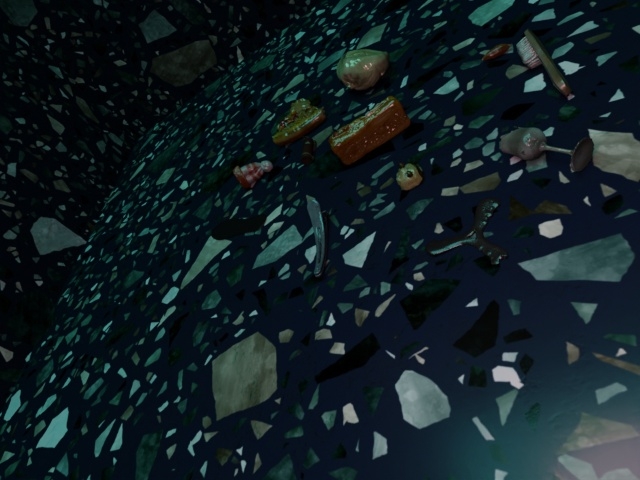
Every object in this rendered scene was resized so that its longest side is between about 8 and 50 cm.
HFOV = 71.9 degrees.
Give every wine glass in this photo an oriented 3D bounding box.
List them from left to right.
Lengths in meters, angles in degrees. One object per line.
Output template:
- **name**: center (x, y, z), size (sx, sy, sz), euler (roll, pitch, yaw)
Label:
- **wine glass**: center (0.523, -0.220, 1.034), size (0.079, 0.079, 0.195), euler (-48, 37, -6)

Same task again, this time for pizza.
- **pizza**: center (-0.071, -0.546, 1.933), size (0.251, 0.074, 0.287), euler (-3, 54, 39)

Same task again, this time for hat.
- **hat**: center (-0.280, -0.293, 1.871), size (0.162, 0.112, 0.093), euler (-31, 64, 0)
- **hat**: center (0.254, -0.191, 1.280), size (0.076, 0.059, 0.077), euler (-28, 43, 28)

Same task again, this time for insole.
- **insole**: center (-0.329, -0.053, 1.738), size (0.322, 0.007, 0.109), euler (-8, 50, 38)

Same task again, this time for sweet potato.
- **sweet potato**: center (0.564, -0.606, 1.417), size (0.095, 0.034, 0.034), euler (-20, 42, 23)

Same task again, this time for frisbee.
- **frisbee**: center (0.367, -0.007, 1.026), size (0.211, 0.012, 0.187), euler (-41, 37, 2)

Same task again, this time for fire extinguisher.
- **fire extinguisher**: center (-0.049, -0.365, 1.752), size (0.064, 0.043, 0.158), euler (1, 49, 6)

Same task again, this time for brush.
- **brush**: center (0.616, -0.489, 1.233), size (0.065, 0.070, 0.327), euler (-41, 33, 36)

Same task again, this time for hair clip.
- **hair clip**: center (0.000, 0.000, 1.336), size (0.048, 0.083, 0.275), euler (-21, 49, 20)

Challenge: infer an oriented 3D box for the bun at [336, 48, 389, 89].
- **bun**: center (0.171, -0.692, 1.796), size (0.229, 0.145, 0.229), euler (-3, 28, 2)

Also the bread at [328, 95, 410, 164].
- **bread**: center (0.159, -0.370, 1.482), size (0.271, 0.139, 0.077), euler (-32, 47, 18)
